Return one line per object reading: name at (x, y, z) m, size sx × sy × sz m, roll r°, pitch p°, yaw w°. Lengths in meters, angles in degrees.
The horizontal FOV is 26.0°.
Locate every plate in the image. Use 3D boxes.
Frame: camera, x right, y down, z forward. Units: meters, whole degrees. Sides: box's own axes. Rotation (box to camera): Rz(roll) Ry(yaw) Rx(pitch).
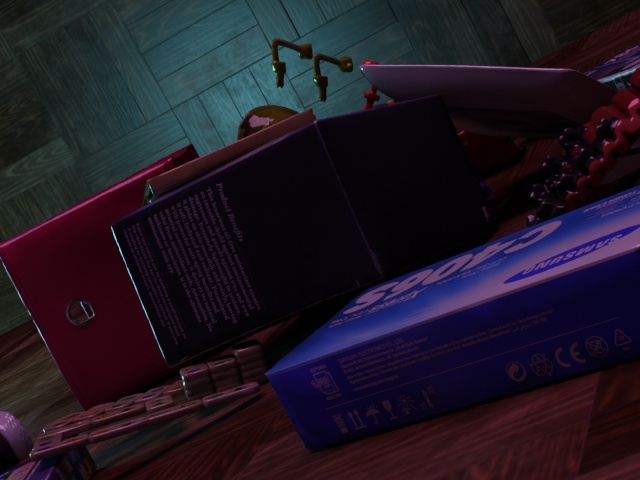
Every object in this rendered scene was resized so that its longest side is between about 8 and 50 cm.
plate at (0.227, -0.160, 1.662) m, size 0.277 × 0.045 × 0.278 m, roll 5°, pitch -4°, yaw 33°

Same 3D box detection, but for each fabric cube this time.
fabric cube at (-0.239, 0.045, 1.874) m, size 0.258 × 0.254 × 0.259 m, roll -26°, pitch 6°, yaw 5°

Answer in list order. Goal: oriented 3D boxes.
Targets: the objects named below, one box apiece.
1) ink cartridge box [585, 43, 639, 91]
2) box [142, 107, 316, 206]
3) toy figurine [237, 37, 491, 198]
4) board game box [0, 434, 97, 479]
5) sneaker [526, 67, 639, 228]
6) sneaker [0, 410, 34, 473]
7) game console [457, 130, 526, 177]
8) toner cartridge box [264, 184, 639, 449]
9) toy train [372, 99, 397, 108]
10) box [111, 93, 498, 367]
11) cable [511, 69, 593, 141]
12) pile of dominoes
ink cartridge box at (0.448, -0.231, 1.932) m, size 0.165 × 0.065 × 0.332 m, roll -33°, pitch 7°, yaw -26°
box at (-0.107, -0.085, 1.587) m, size 0.201 × 0.021 × 0.164 m, roll -25°, pitch -4°, yaw -12°
toy figurine at (0.105, -0.118, 1.748) m, size 0.362 × 0.191 × 0.217 m, roll 17°, pitch 4°, yaw -39°
board game box at (-0.307, 0.263, 1.383) m, size 0.141 × 0.048 × 0.170 m, roll -29°, pitch 7°, yaw 4°
sneaker at (0.315, -0.093, 1.308) m, size 0.276 × 0.135 × 0.097 m, roll -51°, pitch 15°, yaw 12°
sneaker at (-0.421, 0.280, 1.531) m, size 0.268 × 0.101 × 0.153 m, roll -30°, pitch 4°, yaw 45°
game console at (0.216, -0.127, 2.029) m, size 0.144 × 0.124 × 0.085 m, roll -27°, pitch 33°, yaw 18°
toner cartridge box at (0.135, 0.052, 1.029) m, size 0.348 × 0.075 × 0.165 m, roll -23°, pitch 10°, yaw 40°
toy train at (0.061, -0.118, 2.143) m, size 0.190 × 0.142 × 0.334 m, roll -15°, pitch -10°, yaw -43°
box at (-0.011, -0.018, 1.531) m, size 0.294 × 0.183 × 0.296 m, roll -23°, pitch -2°, yaw 31°
cable at (0.390, -0.245, 2.105) m, size 0.287 × 0.072 × 0.139 m, roll -33°, pitch -28°, yaw -3°
pile of dominoes at (-0.180, 0.158, 1.449) m, size 0.251 × 0.040 × 0.196 m, roll -16°, pitch 4°, yaw -8°
